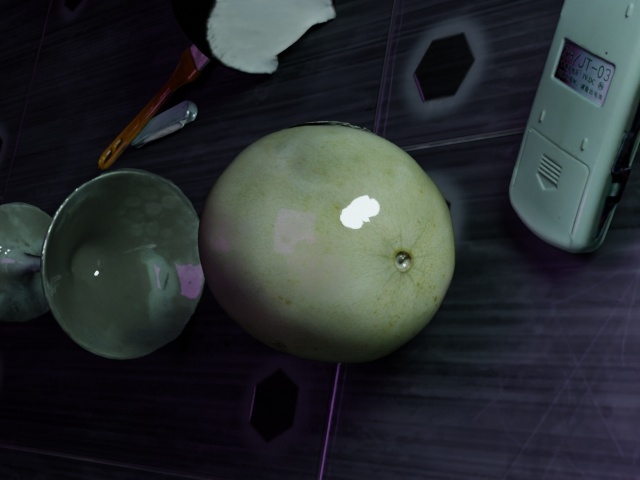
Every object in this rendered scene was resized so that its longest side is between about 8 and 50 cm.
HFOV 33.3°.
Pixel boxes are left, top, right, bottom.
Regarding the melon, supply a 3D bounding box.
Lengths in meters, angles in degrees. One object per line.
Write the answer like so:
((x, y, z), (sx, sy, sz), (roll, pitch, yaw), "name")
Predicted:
((0.000, 0.000, 1.202), (0.330, 0.268, 0.269), (13, 83, 61), "melon")

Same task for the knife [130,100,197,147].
((-0.258, -0.185, 1.740), (0.162, 0.023, 0.044), (-20, 59, 40), "knife")

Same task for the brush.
((-0.264, -0.227, 1.746), (0.314, 0.017, 0.090), (-45, 35, 16), "brush")

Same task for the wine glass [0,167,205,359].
((-0.382, 0.037, 1.626), (0.406, 0.267, 0.267), (-2, 72, 52), "wine glass")

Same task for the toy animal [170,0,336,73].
((-0.117, -0.425, 1.547), (0.251, 0.251, 0.310), (-41, 55, 28), "toy animal")

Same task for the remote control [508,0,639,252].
((0.270, -0.134, 1.060), (0.140, 0.056, 0.296), (-130, 45, -53), "remote control")
